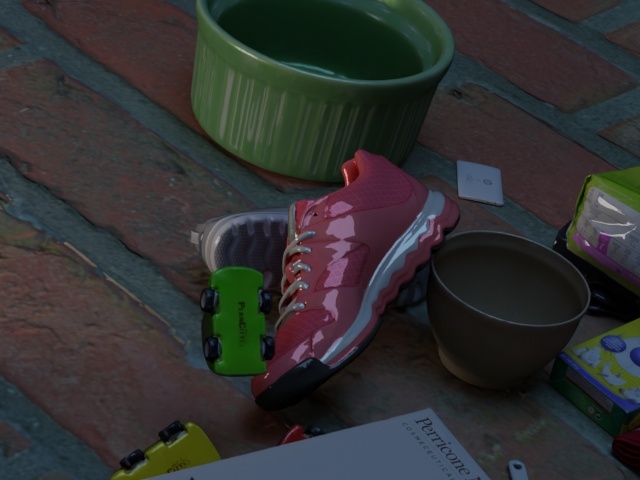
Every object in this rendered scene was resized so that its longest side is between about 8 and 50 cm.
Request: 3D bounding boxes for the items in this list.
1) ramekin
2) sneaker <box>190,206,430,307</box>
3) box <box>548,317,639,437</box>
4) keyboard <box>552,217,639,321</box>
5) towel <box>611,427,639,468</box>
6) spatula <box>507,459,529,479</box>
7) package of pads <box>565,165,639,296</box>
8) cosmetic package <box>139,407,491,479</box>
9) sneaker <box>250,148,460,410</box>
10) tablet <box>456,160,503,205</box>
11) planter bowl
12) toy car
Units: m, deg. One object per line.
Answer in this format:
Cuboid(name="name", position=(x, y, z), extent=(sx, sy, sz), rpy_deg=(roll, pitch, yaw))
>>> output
Cuboid(name="ramekin", position=(-0.007, -0.196, 2.204), extent=(0.303, 0.148, 0.303), rpy_deg=(10, 33, -7))
Cuboid(name="sneaker", position=(0.000, 0.000, 1.945), extent=(0.281, 0.105, 0.115), rpy_deg=(8, 10, -29))
Cuboid(name="box", position=(0.332, 0.131, 1.921), extent=(0.179, 0.043, 0.105), rpy_deg=(-18, 45, -37))
Cuboid(name="keyboard", position=(0.402, 0.061, 2.080), extent=(0.317, 0.033, 0.201), rpy_deg=(25, 34, 18))
Cuboid(name="towel", position=(0.442, 0.191, 1.837), extent=(0.275, 0.031, 0.199), rpy_deg=(-13, 17, -37))
Cuboid(name="spatula", position=(0.135, 0.264, 1.668), extent=(0.168, 0.019, 0.242), rpy_deg=(6, 33, -11))
Cuboid(name="package of pads", position=(0.436, 0.018, 2.033), extent=(0.229, 0.101, 0.296), rpy_deg=(-12, 37, -45))
Cuboid(name="cosmetic package", position=(-0.030, 0.276, 1.444), extent=(0.366, 0.155, 0.197), rpy_deg=(-13, 41, -29))
Cuboid(name="sneaker", position=(0.003, 0.034, 1.807), extent=(0.136, 0.116, 0.314), rpy_deg=(42, 53, -4))
Cuboid(name="tablet", position=(0.187, -0.068, 2.216), extent=(0.054, 0.006, 0.083), rpy_deg=(11, 32, -5))
Cuboid(name="planter bowl", position=(0.176, 0.079, 1.885), extent=(0.162, 0.109, 0.162), rpy_deg=(10, 31, -6))
Cuboid(name="toy car", position=(-0.072, 0.136, 1.653), extent=(0.239, 0.053, 0.225), rpy_deg=(1, 79, -19))
